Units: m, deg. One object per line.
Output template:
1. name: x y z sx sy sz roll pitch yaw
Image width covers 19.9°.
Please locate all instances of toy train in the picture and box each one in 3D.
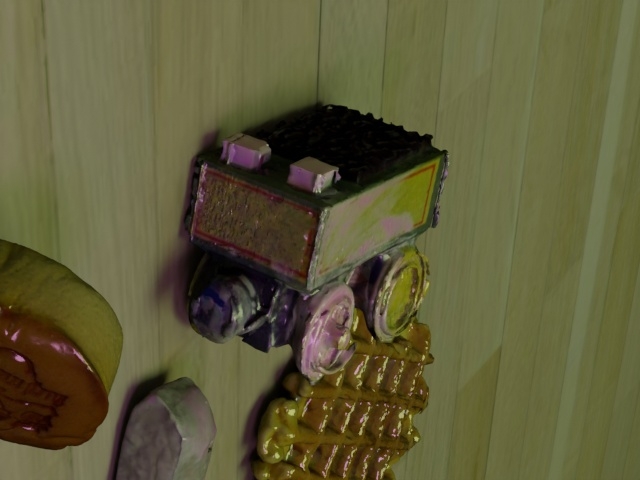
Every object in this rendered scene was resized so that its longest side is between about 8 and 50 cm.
1. toy train: 0.000 0.000 1.437 0.261 0.134 0.177 -25 132 -57

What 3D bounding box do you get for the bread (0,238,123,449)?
1. bread: -0.185 0.068 1.137 0.156 0.125 0.086 75 26 -48

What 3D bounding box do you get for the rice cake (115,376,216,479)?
1. rice cake: -0.144 0.293 1.478 0.070 0.064 0.399 -34 140 -59

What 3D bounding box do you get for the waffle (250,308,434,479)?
1. waffle: 0.024 0.176 1.733 0.282 0.058 0.301 -59 154 -19
